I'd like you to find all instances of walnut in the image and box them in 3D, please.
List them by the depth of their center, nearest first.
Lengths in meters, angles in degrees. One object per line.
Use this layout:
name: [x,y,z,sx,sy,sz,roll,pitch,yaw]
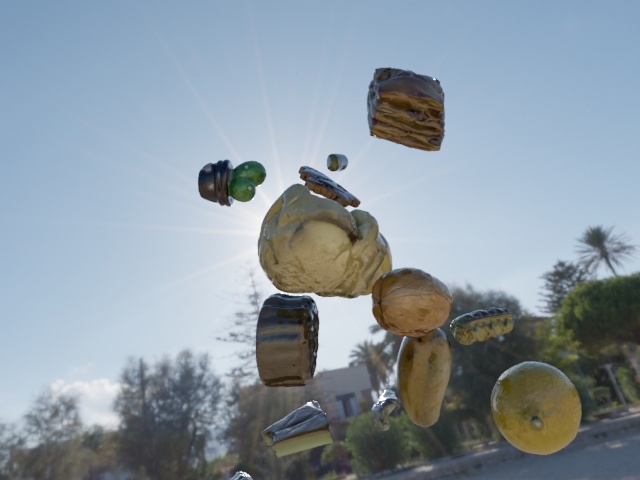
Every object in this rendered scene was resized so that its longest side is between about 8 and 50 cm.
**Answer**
walnut: [0.245,0.167,1.370,0.221,0.196,0.195,17,-37,-31]

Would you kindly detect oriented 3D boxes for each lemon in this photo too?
lemon: [0.462,0.359,1.099,0.186,0.187,0.244,-28,-8,29]

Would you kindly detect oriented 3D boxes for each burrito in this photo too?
burrito: [0.252,0.662,2.006,0.089,0.144,0.229,24,-10,10]

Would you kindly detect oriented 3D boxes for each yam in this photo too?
yam: [0.058,-0.292,1.910,0.069,0.070,0.146,-25,-1,23]

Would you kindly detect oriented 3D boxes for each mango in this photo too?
mango: [0.315,0.418,1.575,0.176,0.330,0.175,8,11,-13]

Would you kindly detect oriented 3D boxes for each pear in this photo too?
pear: [0.158,0.082,1.994,0.270,0.271,0.271,-11,-24,-5]

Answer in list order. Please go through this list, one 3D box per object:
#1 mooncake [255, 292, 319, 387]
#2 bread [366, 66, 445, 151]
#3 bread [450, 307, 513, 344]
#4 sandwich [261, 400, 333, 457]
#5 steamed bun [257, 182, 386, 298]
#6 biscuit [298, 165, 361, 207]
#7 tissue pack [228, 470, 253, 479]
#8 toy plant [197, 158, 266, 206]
mooncake: [-0.091,0.303,1.551,0.161,0.291,0.290,-1,-23,7]
bread: [0.293,-0.454,1.669,0.277,0.325,0.167,15,-43,-3]
bread: [0.590,0.303,1.861,0.231,0.128,0.088,-15,-58,-13]
sandwich: [-0.083,0.595,1.628,0.211,0.063,0.245,-11,3,-10]
steamed bun: [-0.001,0.003,1.366,0.324,0.231,0.372,-34,-42,32]
biscuit: [0.011,-0.220,1.946,0.278,0.301,0.043,13,-66,-44]
tissue pack: [-0.191,0.901,1.588,0.125,0.344,0.242,-32,-11,-22]
toy plant: [-0.320,-0.215,1.875,0.234,0.218,0.176,0,-54,1]
